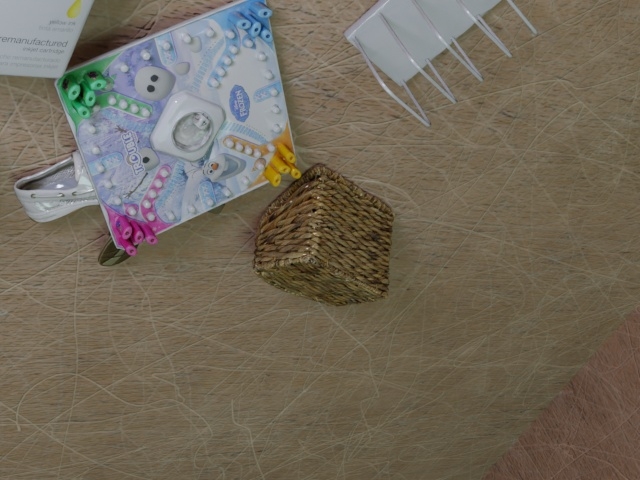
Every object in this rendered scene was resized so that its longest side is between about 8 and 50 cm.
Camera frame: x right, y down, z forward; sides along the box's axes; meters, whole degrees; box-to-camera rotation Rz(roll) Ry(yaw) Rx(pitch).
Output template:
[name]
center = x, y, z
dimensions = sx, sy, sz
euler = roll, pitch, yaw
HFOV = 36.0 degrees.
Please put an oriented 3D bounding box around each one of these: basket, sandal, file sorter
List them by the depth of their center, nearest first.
[file sorter]
center = 0.229, -0.376, 1.805
dimensions = 0.278, 0.173, 0.193
euler = -40, 140, 17
[sandal]
center = -0.392, -0.027, 1.963
dimensions = 0.072, 0.049, 0.180
euler = 7, 117, -42
[basket]
center = 0.000, 0.000, 2.172
dimensions = 0.214, 0.222, 0.299
euler = -11, 155, 38

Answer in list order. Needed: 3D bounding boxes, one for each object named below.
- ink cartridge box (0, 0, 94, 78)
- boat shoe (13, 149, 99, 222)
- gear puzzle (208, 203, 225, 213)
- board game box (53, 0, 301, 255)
[ink cartridge box]
center = -0.439, -0.425, 1.344
dimensions = 0.279, 0.160, 0.384
euler = -4, 137, -44
[boat shoe]
center = -0.422, -0.121, 1.792
dimensions = 0.277, 0.098, 0.096
euler = -24, 143, -1
[gear puzzle]
center = -0.194, -0.199, 1.883
dimensions = 0.176, 0.044, 0.339
euler = 12, 125, -36
[board game box]
center = -0.229, -0.194, 1.754
dimensions = 0.390, 0.050, 0.389
euler = -27, 135, -17
